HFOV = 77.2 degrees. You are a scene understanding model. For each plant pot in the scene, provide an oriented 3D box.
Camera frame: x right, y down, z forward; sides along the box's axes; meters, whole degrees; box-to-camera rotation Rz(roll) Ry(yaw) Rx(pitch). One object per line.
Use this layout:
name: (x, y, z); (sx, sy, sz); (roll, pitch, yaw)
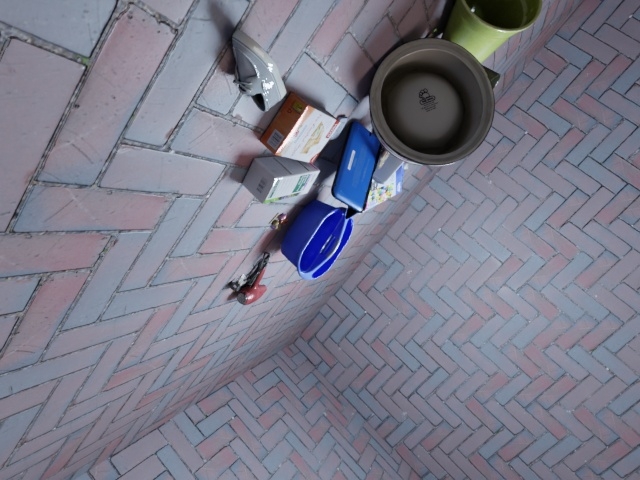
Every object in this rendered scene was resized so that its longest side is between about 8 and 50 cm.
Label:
plant pot: (0.538, -0.732, 1.348); (0.276, 0.276, 0.254); (-43, 175, -14)

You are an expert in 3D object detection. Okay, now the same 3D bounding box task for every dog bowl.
dog bowl: (0.346, -0.433, 1.323); (0.408, 0.408, 0.150); (-46, -178, -5)

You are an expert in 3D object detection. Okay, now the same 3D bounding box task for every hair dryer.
hair dryer: (-0.275, 0.188, 1.748); (0.223, 0.080, 0.293); (-43, 165, -18)

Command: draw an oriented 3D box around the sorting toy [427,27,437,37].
sorting toy: (0.380, -0.701, 1.406); (0.083, 0.012, 0.062); (-51, 167, 13)

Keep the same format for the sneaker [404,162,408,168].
sneaker: (0.330, -0.312, 2.060); (0.292, 0.118, 0.110); (-53, 166, 26)

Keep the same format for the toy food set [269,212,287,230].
toy food set: (-0.153, -0.070, 1.542); (0.078, 0.019, 0.122); (-48, 165, 5)

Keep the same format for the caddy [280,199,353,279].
caddy: (0.000, 0.000, 1.671); (0.341, 0.179, 0.241); (-57, 145, 0)

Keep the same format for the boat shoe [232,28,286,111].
boat shoe: (-0.133, -0.331, 0.821); (0.081, 0.079, 0.227); (-52, 168, 0)

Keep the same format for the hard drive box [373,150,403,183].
hard drive box: (0.305, -0.357, 1.723); (0.232, 0.089, 0.181); (-49, -174, 6)

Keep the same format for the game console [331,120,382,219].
game console: (0.112, -0.253, 1.510); (0.250, 0.173, 0.293); (26, 75, -41)

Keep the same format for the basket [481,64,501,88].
basket: (0.581, -0.664, 1.632); (0.204, 0.227, 0.154); (-38, 163, -27)

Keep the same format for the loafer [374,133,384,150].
loafer: (0.252, -0.459, 1.588); (0.267, 0.084, 0.096); (104, 1, -67)

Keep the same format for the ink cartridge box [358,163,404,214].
ink cartridge box: (0.291, -0.269, 1.924); (0.311, 0.065, 0.185); (-30, 141, -15)

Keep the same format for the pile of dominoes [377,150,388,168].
pile of dominoes: (0.269, -0.387, 1.489); (0.251, 0.040, 0.196); (-57, 175, -5)

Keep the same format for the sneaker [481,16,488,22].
sneaker: (0.629, -0.855, 1.456); (0.147, 0.145, 0.384); (-54, 176, -28)

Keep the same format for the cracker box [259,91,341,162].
cracker box: (-0.049, -0.308, 1.131); (0.155, 0.067, 0.232); (-52, 165, 20)

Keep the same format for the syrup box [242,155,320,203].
syrup box: (-0.112, -0.190, 1.204); (0.237, 0.096, 0.093); (-22, 151, -55)

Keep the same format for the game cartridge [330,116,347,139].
game cartridge: (0.057, -0.377, 1.342); (0.056, 0.017, 0.083); (-32, 159, -54)
